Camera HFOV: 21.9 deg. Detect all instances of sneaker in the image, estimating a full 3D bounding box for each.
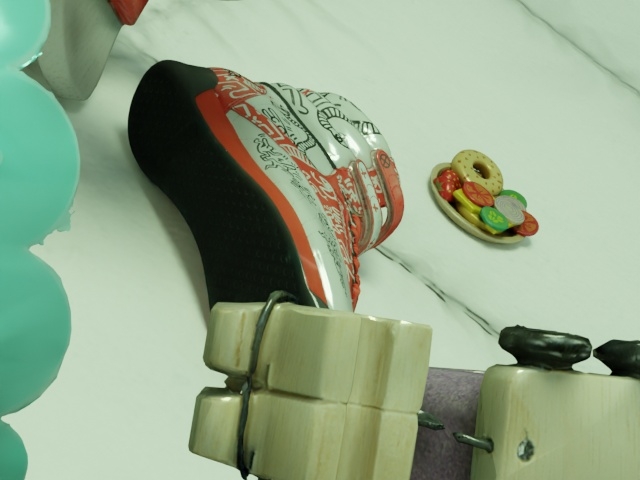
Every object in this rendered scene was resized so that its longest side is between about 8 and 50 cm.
[{"bbox_3d":[0.000,-0.001,0.939,0.145,0.090,0.270,6,38,-36],"label":"sneaker"}]

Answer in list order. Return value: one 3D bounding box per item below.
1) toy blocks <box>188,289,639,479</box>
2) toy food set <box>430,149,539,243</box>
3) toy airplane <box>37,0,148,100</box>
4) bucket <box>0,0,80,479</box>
[{"bbox_3d":[-0.092,0.161,0.474,0.289,0.308,0.260,9,-4,-25],"label":"toy blocks"},{"bbox_3d":[0.114,-0.028,1.155,0.082,0.020,0.083,45,32,17],"label":"toy food set"},{"bbox_3d":[-0.173,-0.226,0.870,0.384,0.386,0.272,40,44,-13],"label":"toy airplane"},{"bbox_3d":[-0.230,-0.013,0.572,0.183,0.281,0.281,-2,46,-42],"label":"bucket"}]
